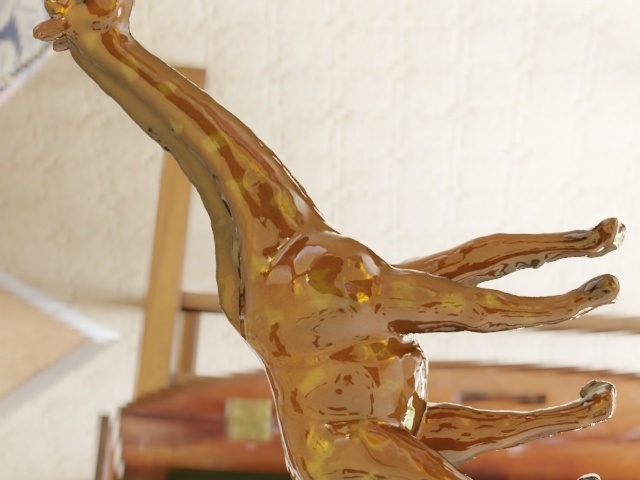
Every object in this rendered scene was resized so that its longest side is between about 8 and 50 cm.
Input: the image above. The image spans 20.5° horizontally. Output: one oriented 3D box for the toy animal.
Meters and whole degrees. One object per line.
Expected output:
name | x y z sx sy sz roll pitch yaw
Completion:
toy animal | 0.000 0.000 0.675 0.229 0.224 0.066 3 180 10
